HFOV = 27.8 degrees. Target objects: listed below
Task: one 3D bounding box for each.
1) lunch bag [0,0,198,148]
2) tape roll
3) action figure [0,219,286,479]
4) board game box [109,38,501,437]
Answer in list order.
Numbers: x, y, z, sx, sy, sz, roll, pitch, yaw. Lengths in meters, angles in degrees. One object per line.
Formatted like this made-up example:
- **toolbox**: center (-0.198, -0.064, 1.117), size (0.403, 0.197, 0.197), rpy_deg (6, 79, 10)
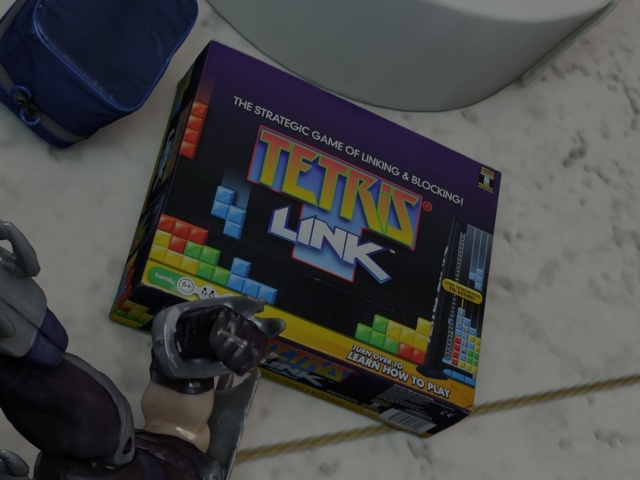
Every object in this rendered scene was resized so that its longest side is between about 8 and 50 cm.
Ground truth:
- **lunch bag**: center (-0.111, -0.090, 0.598), size (0.067, 0.065, 0.098), rpy_deg (45, 50, -22)
- **tape roll**: center (0.047, -0.218, 0.729), size (0.286, 0.100, 0.286), rpy_deg (13, 60, -24)
- **action figure**: center (-0.081, 0.085, 0.437), size (0.099, 0.285, 0.185), rpy_deg (0, 63, 21)
- **board game box**: center (0.000, 0.000, 0.624), size (0.170, 0.048, 0.141), rpy_deg (22, 58, -18)
